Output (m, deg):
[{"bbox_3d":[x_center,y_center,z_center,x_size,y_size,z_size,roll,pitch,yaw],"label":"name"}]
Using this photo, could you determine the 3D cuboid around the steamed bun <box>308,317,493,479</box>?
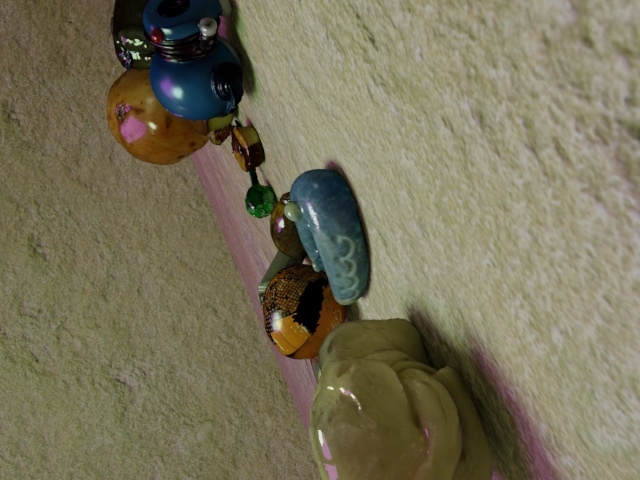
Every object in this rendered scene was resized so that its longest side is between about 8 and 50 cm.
[{"bbox_3d":[0.127,0.292,0.948,0.325,0.230,0.372,55,-162,-10],"label":"steamed bun"}]

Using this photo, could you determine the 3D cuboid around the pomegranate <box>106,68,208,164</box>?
[{"bbox_3d":[-0.562,-0.463,2.188,0.410,0.409,0.410,60,164,29],"label":"pomegranate"}]

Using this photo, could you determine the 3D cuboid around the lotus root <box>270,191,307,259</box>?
[{"bbox_3d":[-0.057,-0.026,1.408,0.210,0.120,0.120,86,157,-45],"label":"lotus root"}]

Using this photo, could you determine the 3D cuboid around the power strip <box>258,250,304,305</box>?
[{"bbox_3d":[-0.101,0.083,1.607,0.272,0.052,0.078,-66,-33,-58],"label":"power strip"}]

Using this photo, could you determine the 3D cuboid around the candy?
[{"bbox_3d":[-0.209,-0.220,1.806,0.097,0.097,0.324,117,138,-72],"label":"candy"}]

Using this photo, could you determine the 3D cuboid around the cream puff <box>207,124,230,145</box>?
[{"bbox_3d":[-0.346,-0.389,2.001,0.149,0.084,0.149,61,169,22],"label":"cream puff"}]

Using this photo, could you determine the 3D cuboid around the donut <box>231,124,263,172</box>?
[{"bbox_3d":[-0.210,-0.266,1.715,0.140,0.059,0.141,52,154,39],"label":"donut"}]

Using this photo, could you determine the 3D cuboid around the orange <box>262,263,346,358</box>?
[{"bbox_3d":[-0.039,0.172,1.441,0.234,0.182,0.235,6,-90,-69],"label":"orange"}]

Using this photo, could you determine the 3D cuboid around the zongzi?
[{"bbox_3d":[-0.501,-0.588,1.829,0.432,0.207,0.404,99,170,-60],"label":"zongzi"}]

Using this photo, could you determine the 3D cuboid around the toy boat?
[{"bbox_3d":[0.000,0.000,1.233,0.330,0.123,0.215,84,160,-53],"label":"toy boat"}]

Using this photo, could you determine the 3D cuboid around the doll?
[{"bbox_3d":[-0.313,-0.441,1.482,0.284,0.240,0.310,27,153,24],"label":"doll"}]

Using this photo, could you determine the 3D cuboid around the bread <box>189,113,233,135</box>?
[{"bbox_3d":[-0.356,-0.453,1.805,0.270,0.147,0.270,90,154,-56],"label":"bread"}]

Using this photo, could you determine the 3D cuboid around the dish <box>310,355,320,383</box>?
[{"bbox_3d":[0.078,0.386,1.537,0.256,0.117,0.256,158,90,-76],"label":"dish"}]
